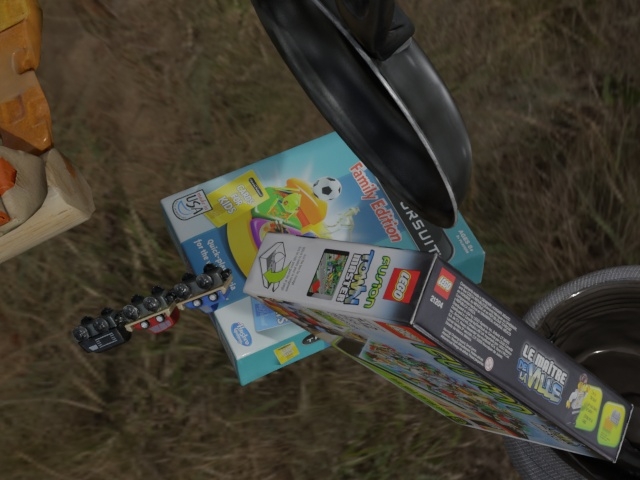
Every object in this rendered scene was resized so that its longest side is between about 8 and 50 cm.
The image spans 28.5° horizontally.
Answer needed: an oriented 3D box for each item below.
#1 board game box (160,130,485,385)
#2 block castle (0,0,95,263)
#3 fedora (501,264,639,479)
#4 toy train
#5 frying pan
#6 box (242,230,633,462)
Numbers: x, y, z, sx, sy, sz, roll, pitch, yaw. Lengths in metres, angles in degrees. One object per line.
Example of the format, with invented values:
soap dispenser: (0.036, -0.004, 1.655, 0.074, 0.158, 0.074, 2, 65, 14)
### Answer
board game box: (0.000, 0.000, 1.600, 0.336, 0.079, 0.254, -23, 61, -12)
block castle: (-0.358, -0.123, 0.748, 0.212, 0.453, 0.303, -25, 69, 18)
fedora: (0.282, 0.149, 1.040, 0.275, 0.124, 0.244, 23, 69, 30)
toy train: (-0.135, 0.059, 1.031, 0.158, 0.027, 0.036, -23, 108, 23)
frying pan: (0.012, -0.118, 0.681, 0.053, 0.326, 0.197, -38, 63, -7)
box: (0.067, 0.058, 0.665, 0.114, 0.207, 0.036, 8, 70, 44)
